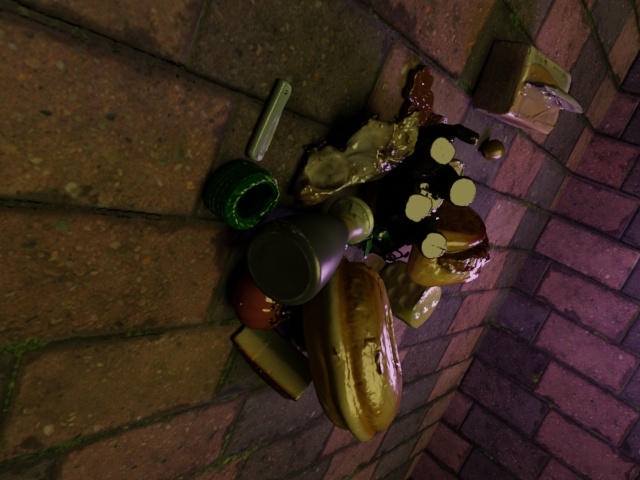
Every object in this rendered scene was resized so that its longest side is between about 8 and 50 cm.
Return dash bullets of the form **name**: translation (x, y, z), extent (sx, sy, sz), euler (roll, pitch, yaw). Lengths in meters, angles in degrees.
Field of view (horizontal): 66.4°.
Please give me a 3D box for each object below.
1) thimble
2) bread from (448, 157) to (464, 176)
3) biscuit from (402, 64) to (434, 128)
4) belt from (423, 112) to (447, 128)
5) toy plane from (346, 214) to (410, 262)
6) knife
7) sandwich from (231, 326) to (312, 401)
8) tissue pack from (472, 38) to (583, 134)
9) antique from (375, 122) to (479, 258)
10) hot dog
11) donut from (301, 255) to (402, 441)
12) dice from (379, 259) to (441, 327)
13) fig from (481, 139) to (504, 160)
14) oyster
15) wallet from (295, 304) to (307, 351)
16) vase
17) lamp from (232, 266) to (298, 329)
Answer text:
- **thimble**: translation (-0.146, -0.087, 0.935), extent (0.130, 0.090, 0.118), euler (-52, 142, -7)
- **bread**: translation (0.391, -0.203, 1.551), extent (0.156, 0.064, 0.117), euler (-13, 122, -45)
- **biscuit**: translation (0.255, -0.369, 1.277), extent (0.124, 0.026, 0.175), euler (-38, 142, -29)
- **belt**: translation (0.280, -0.254, 1.379), extent (0.232, 0.053, 0.071), euler (-56, 147, -4)
- **toy plane**: translation (0.164, -0.020, 1.384), extent (0.382, 0.106, 0.155), euler (-15, 122, -44)
- **knife**: translation (-0.097, -0.229, 0.944), extent (0.044, 0.023, 0.162), euler (13, 107, -53)
- **sandwich**: translation (-0.128, 0.304, 1.266), extent (0.108, 0.220, 0.186), euler (-47, -179, -21)
- **tissue pack**: translation (0.658, -0.458, 1.504), extent (0.306, 0.239, 0.238), euler (5, 113, -43)
- **antique**: translation (0.246, -0.143, 1.220), extent (0.185, 0.255, 0.322), euler (18, 103, -16)
- **hot dog**: translation (0.388, 0.008, 1.456), extent (0.405, 0.223, 0.185), euler (-52, 158, -63)
- **donut**: translation (0.081, 0.249, 1.191), extent (0.449, 0.198, 0.448), euler (-11, 90, -79)
- **dice**: translation (0.286, 0.177, 1.626), extent (0.166, 0.169, 0.169), euler (-55, 146, -5)
- **fig**: translation (0.604, -0.316, 1.727), extent (0.088, 0.074, 0.073), euler (-19, 133, -22)
- **oyster**: translation (0.082, -0.190, 1.094), extent (0.337, 0.133, 0.198), euler (-29, 172, -9)
- **wallet**: translation (-0.003, 0.201, 1.392), extent (0.169, 0.052, 0.245), euler (-37, 139, -33)
- **vase**: translation (0.000, 0.000, 1.055), extent (0.321, 0.173, 0.173), euler (-32, 140, -54)
- **lamp**: translation (-0.111, 0.122, 1.105), extent (0.182, 0.140, 0.181), euler (-37, 143, -35)
